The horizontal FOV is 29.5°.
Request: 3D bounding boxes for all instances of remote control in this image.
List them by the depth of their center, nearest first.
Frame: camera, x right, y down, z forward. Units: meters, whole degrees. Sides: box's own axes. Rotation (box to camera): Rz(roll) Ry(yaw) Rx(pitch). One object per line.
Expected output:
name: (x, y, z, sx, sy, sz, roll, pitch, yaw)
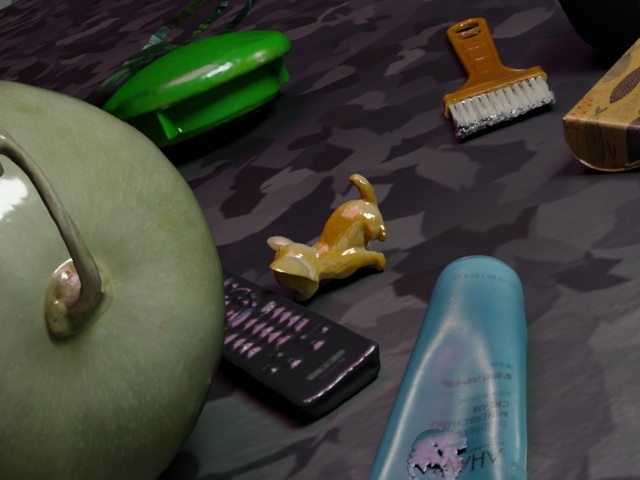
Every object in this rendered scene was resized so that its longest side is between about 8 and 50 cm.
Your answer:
remote control: (-0.045, 0.059, 0.787, 0.063, 0.025, 0.245, -33, 25, -19)

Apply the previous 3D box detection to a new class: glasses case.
glasses case: (0.239, -0.106, 0.862, 0.065, 0.041, 0.170, 11, 39, 36)

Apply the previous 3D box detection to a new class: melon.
melon: (-0.185, 0.040, 0.669, 0.272, 0.271, 0.308, -33, 32, -21)

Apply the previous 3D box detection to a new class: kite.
kite: (-0.141, -0.206, 1.280, 0.310, 0.015, 0.169, -36, -10, 27)

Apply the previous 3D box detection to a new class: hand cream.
hand cream: (0.070, 0.079, 0.621, 0.083, 0.048, 0.224, -11, 30, 20)

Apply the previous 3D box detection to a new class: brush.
brush: (0.146, -0.158, 1.099, 0.090, 0.017, 0.314, -17, 23, 7)

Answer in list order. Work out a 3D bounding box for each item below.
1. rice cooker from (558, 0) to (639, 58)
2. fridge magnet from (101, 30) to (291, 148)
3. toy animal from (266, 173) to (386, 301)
rice cooker: (0.286, -0.220, 0.964, 0.203, 0.118, 0.142, -6, 28, 37)
fridge magnet: (-0.123, -0.153, 1.221, 0.208, 0.088, 0.208, -21, 12, 5)
toy animal: (0.000, 0.000, 0.818, 0.083, 0.081, 0.060, -8, 22, -15)
